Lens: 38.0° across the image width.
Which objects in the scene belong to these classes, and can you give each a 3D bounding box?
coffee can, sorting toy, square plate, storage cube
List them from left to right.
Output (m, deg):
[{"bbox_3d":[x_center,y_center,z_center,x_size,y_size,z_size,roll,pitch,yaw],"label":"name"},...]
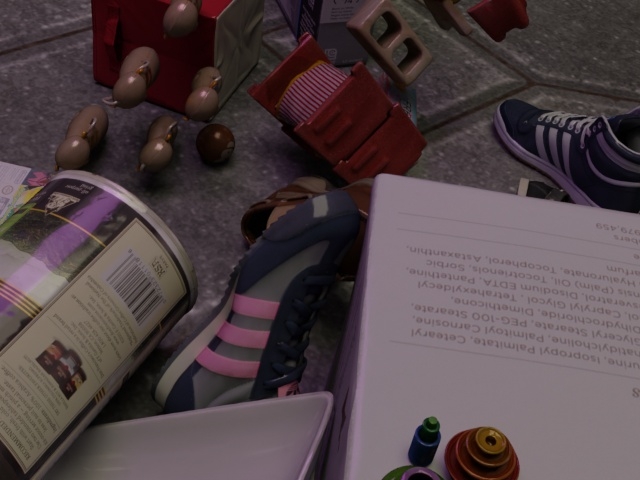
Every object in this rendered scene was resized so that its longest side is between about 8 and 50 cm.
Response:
[{"bbox_3d":[-0.278,0.093,0.897,0.201,0.201,0.275,27,52,16],"label":"coffee can"},{"bbox_3d":[-0.167,0.284,0.742,0.344,0.049,0.347,-14,35,31],"label":"square plate"},{"bbox_3d":[-0.202,-0.323,1.361,0.193,0.184,0.215,21,45,10],"label":"storage cube"},{"bbox_3d":[0.079,0.140,0.581,0.102,0.042,0.061,-22,52,-26],"label":"sorting toy"}]

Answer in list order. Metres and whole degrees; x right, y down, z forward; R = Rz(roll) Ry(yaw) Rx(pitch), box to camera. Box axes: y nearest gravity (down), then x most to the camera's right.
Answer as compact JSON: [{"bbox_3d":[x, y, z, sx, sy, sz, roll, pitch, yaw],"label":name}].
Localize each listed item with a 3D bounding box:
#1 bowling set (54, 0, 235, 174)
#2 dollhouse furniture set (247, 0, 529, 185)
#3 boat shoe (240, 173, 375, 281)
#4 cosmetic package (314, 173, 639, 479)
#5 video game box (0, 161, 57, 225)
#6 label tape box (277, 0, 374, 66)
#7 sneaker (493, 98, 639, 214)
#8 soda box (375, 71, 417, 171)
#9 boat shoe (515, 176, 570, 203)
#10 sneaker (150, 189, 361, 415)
[{"bbox_3d":[-0.185,-0.168,1.199,0.200,0.287,0.154,35,21,-17],"label":"bowling set"},{"bbox_3d":[0.106,-0.251,1.207,0.374,0.152,0.201,-46,31,-1],"label":"dollhouse furniture set"},{"bbox_3d":[0.000,0.000,1.053,0.120,0.123,0.324,-21,12,-20],"label":"boat shoe"},{"bbox_3d":[0.163,0.205,0.793,0.327,0.329,0.394,10,44,-1],"label":"cosmetic package"},{"bbox_3d":[-0.369,-0.007,1.110,0.187,0.048,0.205,11,44,3],"label":"video game box"},{"bbox_3d":[0.017,-0.477,1.449,0.105,0.334,0.241,-8,47,-18],"label":"label tape box"},{"bbox_3d":[0.366,-0.155,1.319,0.099,0.153,0.282,-19,51,-27],"label":"sneaker"},{"bbox_3d":[0.098,-0.163,1.331,0.058,0.063,0.183,32,39,-23],"label":"soda box"},{"bbox_3d":[0.275,0.002,1.195,0.079,0.084,0.233,18,42,8],"label":"boat shoe"},{"bbox_3d":[-0.040,0.098,0.897,0.112,0.319,0.131,-2,46,-49],"label":"sneaker"}]
